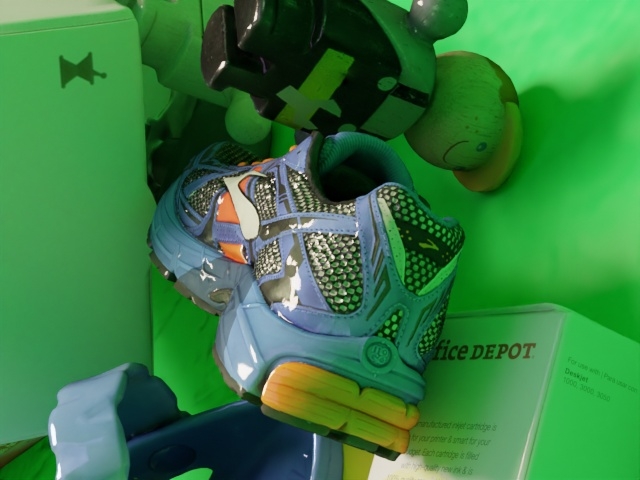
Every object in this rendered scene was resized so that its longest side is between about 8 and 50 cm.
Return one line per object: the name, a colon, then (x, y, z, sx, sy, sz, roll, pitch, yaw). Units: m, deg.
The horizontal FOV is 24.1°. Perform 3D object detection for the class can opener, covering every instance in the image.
can opener: (-0.045, -0.119, 0.848, 0.093, 0.074, 0.280, 8, 75, 28)

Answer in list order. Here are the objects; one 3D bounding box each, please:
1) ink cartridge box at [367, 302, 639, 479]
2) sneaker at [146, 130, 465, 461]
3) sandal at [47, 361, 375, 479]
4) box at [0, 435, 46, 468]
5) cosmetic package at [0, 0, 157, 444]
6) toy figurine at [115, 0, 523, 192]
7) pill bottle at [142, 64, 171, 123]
ink cartridge box: (0.056, 0.087, 0.484, 0.088, 0.052, 0.122, -9, 62, 60)
sneaker: (0.000, 0.000, 0.543, 0.087, 0.083, 0.221, -60, 25, 7)
sandal: (-0.091, 0.150, 0.619, 0.317, 0.138, 0.126, -54, 31, 29)
box: (-0.304, 0.106, 0.999, 0.300, 0.142, 0.154, -34, 71, 48)
cosmetic package: (-0.207, -0.065, 0.759, 0.365, 0.155, 0.197, -136, 41, -58)
toy figurine: (0.021, -0.135, 0.643, 0.213, 0.148, 0.210, 17, 90, 62)
pill bottle: (-0.147, -0.084, 0.950, 0.108, 0.108, 0.180, -66, 26, 2)
